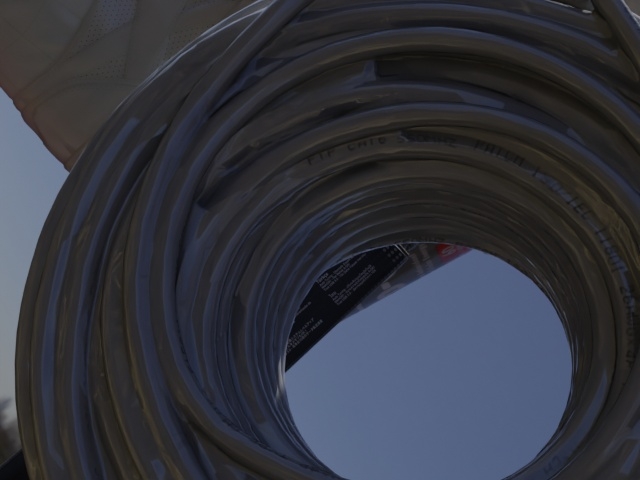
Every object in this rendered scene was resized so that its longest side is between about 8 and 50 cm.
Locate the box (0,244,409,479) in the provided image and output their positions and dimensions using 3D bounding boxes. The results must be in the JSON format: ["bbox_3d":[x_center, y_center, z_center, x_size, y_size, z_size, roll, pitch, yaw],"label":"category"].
[{"bbox_3d":[-0.092,0.102,0.746,0.060,0.270,0.216,47,-29,3],"label":"box"}]

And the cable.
[{"bbox_3d":[0.031,0.033,0.433,0.257,0.257,0.089,54,-8,18],"label":"cable"}]

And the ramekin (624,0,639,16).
[{"bbox_3d":[0.244,-0.177,0.711,0.277,0.277,0.135,49,-34,30],"label":"ramekin"}]

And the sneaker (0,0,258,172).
[{"bbox_3d":[-0.112,-0.193,0.935,0.169,0.292,0.108,48,-12,-4],"label":"sneaker"}]

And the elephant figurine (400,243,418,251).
[{"bbox_3d":[0.117,-0.067,0.983,0.186,0.239,0.169,23,18,-50],"label":"elephant figurine"}]

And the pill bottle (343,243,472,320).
[{"bbox_3d":[0.000,0.000,1.302,0.161,0.283,0.161,61,2,-4],"label":"pill bottle"}]
